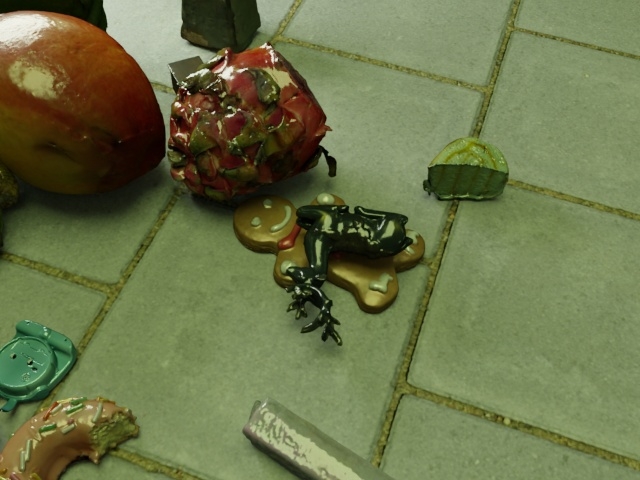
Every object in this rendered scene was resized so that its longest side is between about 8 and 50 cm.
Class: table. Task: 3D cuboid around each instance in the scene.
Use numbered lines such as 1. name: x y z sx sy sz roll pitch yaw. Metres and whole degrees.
1. table: -0.261 -0.312 1.514 0.070 0.082 0.083 -21 56 -18

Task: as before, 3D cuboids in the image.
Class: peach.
1. peach: -0.447 -0.234 1.304 0.373 0.372 0.290 38 77 24

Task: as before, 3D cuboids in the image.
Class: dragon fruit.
1. dragon fruit: -0.140 -0.193 1.334 0.291 0.269 0.250 -40 66 11

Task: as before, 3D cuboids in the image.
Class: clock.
1. clock: -0.451 0.198 1.126 0.108 0.045 0.147 20 54 14

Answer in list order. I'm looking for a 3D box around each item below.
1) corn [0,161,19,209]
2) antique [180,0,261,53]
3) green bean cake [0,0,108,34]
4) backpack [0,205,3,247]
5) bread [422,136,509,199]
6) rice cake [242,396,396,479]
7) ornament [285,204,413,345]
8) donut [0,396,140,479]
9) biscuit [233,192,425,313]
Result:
1. corn: -0.655 -0.148 1.361 0.293 0.106 0.106 39 60 20
2. antique: -0.218 -0.550 1.577 0.150 0.284 0.125 22 54 12
3. green bean cake: -0.602 -0.456 1.469 0.335 0.319 0.218 1 49 -7
4. backpack: -0.660 -0.065 1.229 0.253 0.207 0.140 3 15 11
5. bread: 0.266 -0.145 1.395 0.156 0.103 0.110 5 56 -7
6. rice cake: 0.052 0.340 1.026 0.399 0.064 0.070 29 61 19
7. ornament: 0.041 0.058 1.194 0.202 0.080 0.236 7 55 6
8. donut: -0.353 0.319 1.011 0.199 0.085 0.233 -6 51 -6
9. biscuit: 0.000 0.000 1.304 0.340 0.047 0.216 25 54 15
